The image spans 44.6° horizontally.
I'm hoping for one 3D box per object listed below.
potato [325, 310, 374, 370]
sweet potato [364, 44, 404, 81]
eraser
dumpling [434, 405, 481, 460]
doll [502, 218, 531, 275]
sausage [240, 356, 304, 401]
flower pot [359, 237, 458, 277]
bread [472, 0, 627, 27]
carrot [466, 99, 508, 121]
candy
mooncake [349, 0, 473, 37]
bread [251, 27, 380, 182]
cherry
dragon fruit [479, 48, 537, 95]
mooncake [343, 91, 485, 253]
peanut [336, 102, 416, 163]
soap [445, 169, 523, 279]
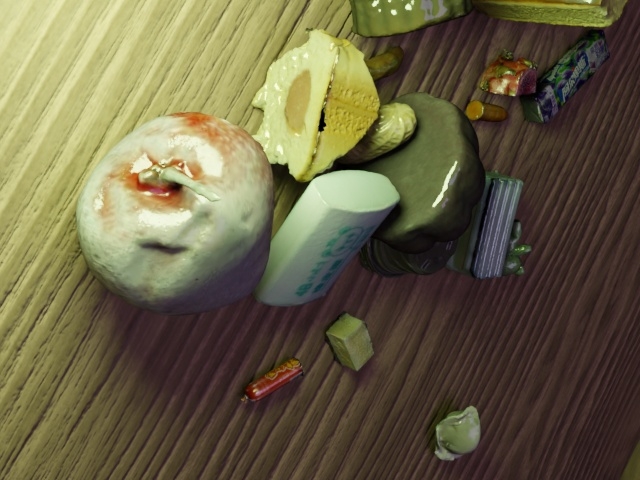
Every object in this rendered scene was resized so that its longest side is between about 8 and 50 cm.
[{"bbox_3d":[0.069,0.226,1.726,0.086,0.061,0.122,-42,130,-25],"label":"potato"},{"bbox_3d":[0.097,-0.338,1.534,0.182,0.053,0.054,-20,158,-32],"label":"sweet potato"},{"bbox_3d":[0.000,0.000,1.444,0.189,0.104,0.290,-3,143,-38],"label":"eraser"},{"bbox_3d":[0.359,0.513,2.078,0.127,0.108,0.188,-1,124,-15],"label":"dumpling"},{"bbox_3d":[0.481,0.017,2.005,0.115,0.077,0.150,5,102,3],"label":"doll"},{"bbox_3d":[-0.104,0.292,1.610,0.145,0.050,0.048,-28,142,-27],"label":"sausage"},{"bbox_3d":[0.208,-0.013,1.702,0.235,0.140,0.235,-15,115,-36],"label":"flower pot"},{"bbox_3d":[0.495,-0.604,1.597,0.143,0.333,0.323,29,83,-47],"label":"bread"},{"bbox_3d":[0.400,-0.299,1.824,0.139,0.048,0.048,-2,108,-43],"label":"carrot"},{"bbox_3d":[0.622,-0.414,1.967,0.312,0.061,0.088,-43,128,-21],"label":"candy"},{"bbox_3d":[0.161,-0.452,1.432,0.228,0.228,0.124,-27,115,-32],"label":"mooncake"},{"bbox_3d":[-0.024,-0.254,1.366,0.224,0.184,0.211,-38,127,-28],"label":"bread"},{"bbox_3d":[-0.216,-0.022,1.214,0.326,0.291,0.335,-41,146,-45],"label":"cherry"},{"bbox_3d":[0.443,-0.385,1.795,0.147,0.102,0.096,-19,126,-47],"label":"dragon fruit"},{"bbox_3d":[0.184,-0.129,1.539,0.154,0.306,0.306,29,86,-50],"label":"mooncake"},{"bbox_3d":[0.093,-0.198,1.480,0.083,0.194,0.093,65,26,-4],"label":"peanut"},{"bbox_3d":[0.396,-0.042,1.897,0.150,0.094,0.261,-1,106,-47],"label":"soap"}]
